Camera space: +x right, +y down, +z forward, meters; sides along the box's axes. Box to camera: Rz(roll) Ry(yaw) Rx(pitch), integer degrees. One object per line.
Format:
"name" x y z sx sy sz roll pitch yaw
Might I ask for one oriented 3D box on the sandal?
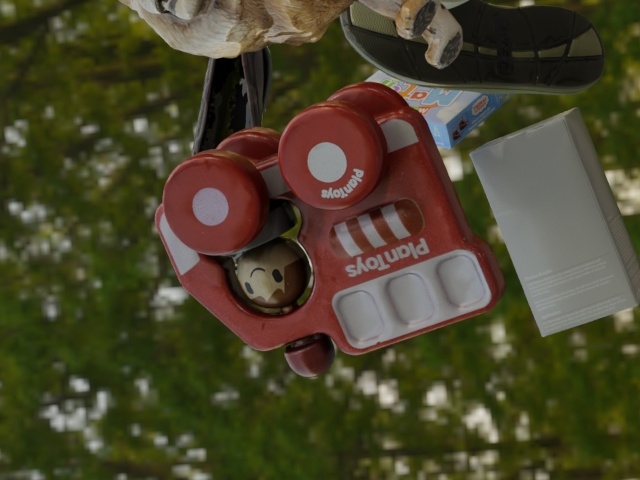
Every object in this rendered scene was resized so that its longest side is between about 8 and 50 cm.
"sandal" 0.155 -0.202 1.801 0.086 0.303 0.120 161 117 -65

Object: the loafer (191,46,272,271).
"loafer" -0.118 -0.115 2.118 0.095 0.109 0.302 31 -118 -78

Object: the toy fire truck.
"toy fire truck" 0.000 0.000 1.670 0.254 0.302 0.169 67 -161 -6

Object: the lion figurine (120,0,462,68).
"lion figurine" 0.032 -0.277 1.185 0.392 0.240 0.142 -56 -22 8

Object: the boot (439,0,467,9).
"boot" 0.045 -0.228 1.373 0.088 0.176 0.244 68 -153 -19

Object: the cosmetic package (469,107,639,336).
"cosmetic package" 0.279 -0.022 1.992 0.107 0.127 0.238 -24 -85 -69

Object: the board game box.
"board game box" 0.148 -0.186 2.012 0.211 0.160 0.039 -42 -49 -35
